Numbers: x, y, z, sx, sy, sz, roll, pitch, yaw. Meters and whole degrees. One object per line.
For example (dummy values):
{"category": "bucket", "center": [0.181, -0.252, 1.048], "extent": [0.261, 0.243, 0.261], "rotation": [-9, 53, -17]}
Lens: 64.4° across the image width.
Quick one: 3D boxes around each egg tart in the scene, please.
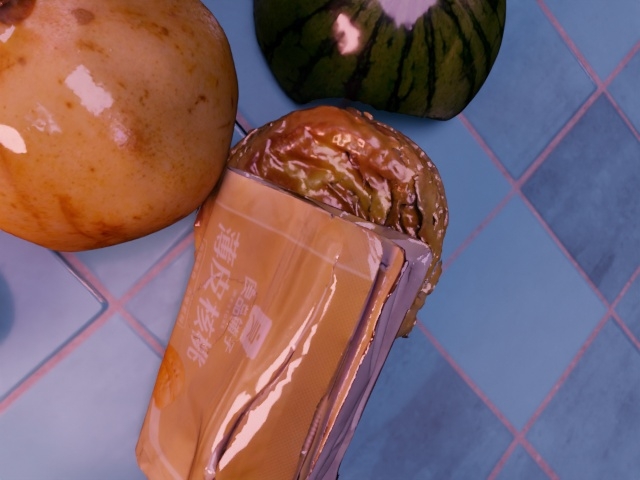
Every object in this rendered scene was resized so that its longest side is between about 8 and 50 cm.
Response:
{"category": "egg tart", "center": [0.000, 0.000, 0.575], "extent": [0.296, 0.132, 0.297], "rotation": [0, 92, -1]}

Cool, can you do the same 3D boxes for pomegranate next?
{"category": "pomegranate", "center": [-0.197, -0.119, 0.437], "extent": [0.264, 0.264, 0.265], "rotation": [2, 84, -19]}

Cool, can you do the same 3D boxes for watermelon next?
{"category": "watermelon", "center": [0.099, -0.300, 0.609], "extent": [0.330, 0.189, 0.331], "rotation": [0, 89, -23]}

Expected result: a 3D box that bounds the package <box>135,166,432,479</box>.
{"category": "package", "center": [-0.044, 0.116, 0.451], "extent": [0.221, 0.165, 0.311], "rotation": [22, 98, 0]}
